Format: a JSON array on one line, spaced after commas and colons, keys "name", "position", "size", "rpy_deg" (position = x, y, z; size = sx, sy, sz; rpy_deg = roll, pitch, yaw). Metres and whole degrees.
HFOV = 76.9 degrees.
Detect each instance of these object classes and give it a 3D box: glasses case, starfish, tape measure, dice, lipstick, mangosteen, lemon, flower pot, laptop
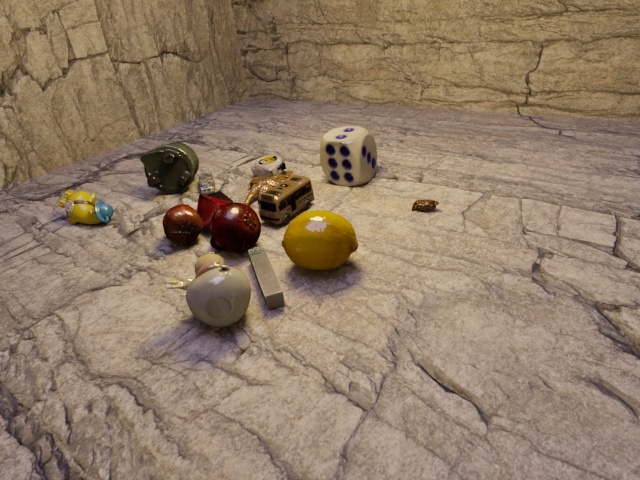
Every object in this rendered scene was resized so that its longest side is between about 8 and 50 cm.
[{"name": "glasses case", "position": [-0.649, -0.325, 2.305], "size": [0.087, 0.065, 0.248], "rpy_deg": [-16, 31, -9]}, {"name": "starfish", "position": [-0.282, -0.286, 2.146], "size": [0.375, 0.094, 0.327], "rpy_deg": [-33, 42, -27]}, {"name": "tape measure", "position": [-0.294, -0.425, 2.368], "size": [0.196, 0.105, 0.178], "rpy_deg": [23, 50, 41]}, {"name": "dice", "position": [0.154, -0.456, 2.178], "size": [0.243, 0.258, 0.251], "rpy_deg": [8, 36, 26]}, {"name": "lipstick", "position": [-0.204, 0.130, 1.487], "size": [0.066, 0.068, 0.317], "rpy_deg": [-15, 32, -14]}, {"name": "mangosteen", "position": [-0.376, -0.043, 1.697], "size": [0.258, 0.215, 0.215], "rpy_deg": [-25, 19, 36]}, {"name": "lemon", "position": [-0.005, 0.000, 1.508], "size": [0.264, 0.235, 0.235], "rpy_deg": [11, 29, -13]}, {"name": "flower pot", "position": [-0.860, -0.419, 2.294], "size": [0.300, 0.298, 0.282], "rpy_deg": [-7, 26, 0]}, {"name": "laptop", "position": [-0.563, -0.214, 2.161], "size": [0.135, 0.016, 0.197], "rpy_deg": [-23, 33, -23]}]

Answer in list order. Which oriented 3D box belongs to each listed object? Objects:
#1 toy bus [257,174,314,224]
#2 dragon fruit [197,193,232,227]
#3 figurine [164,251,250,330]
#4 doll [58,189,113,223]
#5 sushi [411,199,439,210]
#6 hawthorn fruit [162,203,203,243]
[{"name": "toy bus", "position": [-0.163, -0.197, 1.916], "size": [0.140, 0.157, 0.290], "rpy_deg": [17, 39, 33]}, {"name": "dragon fruit", "position": [-0.496, -0.135, 1.909], "size": [0.189, 0.163, 0.262], "rpy_deg": [-50, 41, -10]}, {"name": "figurine", "position": [-0.390, 0.136, 1.390], "size": [0.275, 0.226, 0.394], "rpy_deg": [11, 15, -22]}, {"name": "doll", "position": [-1.229, -0.158, 2.114], "size": [0.363, 0.145, 0.199], "rpy_deg": [22, 81, 25]}, {"name": "sushi", "position": [0.475, -0.161, 1.829], "size": [0.121, 0.052, 0.055], "rpy_deg": [2, 34, 15]}, {"name": "hawthorn fruit", "position": [-0.625, -0.089, 1.820], "size": [0.181, 0.181, 0.235], "rpy_deg": [-19, 38, -18]}]
